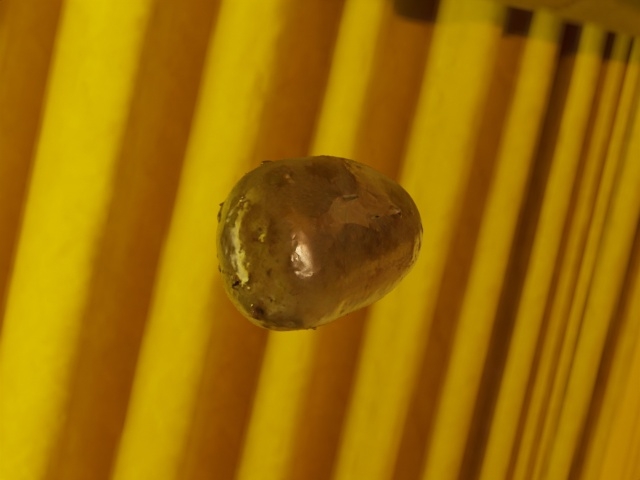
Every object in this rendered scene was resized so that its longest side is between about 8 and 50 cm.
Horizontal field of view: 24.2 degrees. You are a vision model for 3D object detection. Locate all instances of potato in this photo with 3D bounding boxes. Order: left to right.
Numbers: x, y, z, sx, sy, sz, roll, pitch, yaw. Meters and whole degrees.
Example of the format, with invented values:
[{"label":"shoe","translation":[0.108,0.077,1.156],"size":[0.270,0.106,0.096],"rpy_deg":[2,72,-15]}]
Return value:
[{"label":"potato","translation":[0.000,0.000,1.827],"size":[0.307,0.210,0.173],"rpy_deg":[-10,162,-46]}]
